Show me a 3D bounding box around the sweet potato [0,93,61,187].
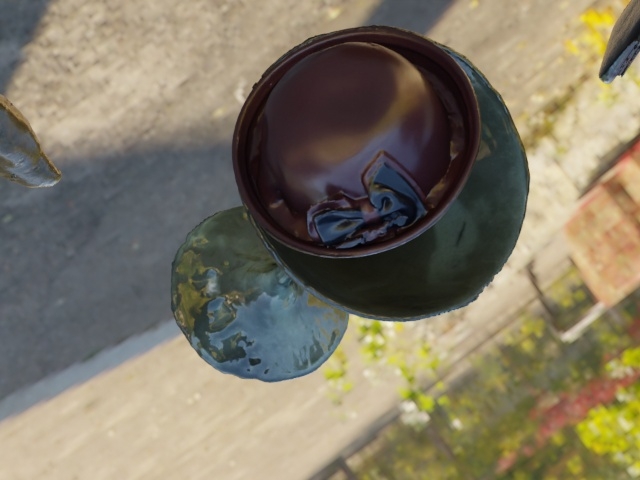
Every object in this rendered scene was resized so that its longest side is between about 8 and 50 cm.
[{"bbox_3d":[-0.383,-0.128,1.566,0.097,0.097,0.292,-41,148,19],"label":"sweet potato"}]

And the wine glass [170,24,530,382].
[{"bbox_3d":[0.000,0.000,1.357,0.267,0.267,0.406,-30,173,-24],"label":"wine glass"}]

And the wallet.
[{"bbox_3d":[0.367,-0.274,1.506,0.255,0.031,0.137,119,-7,-51],"label":"wallet"}]

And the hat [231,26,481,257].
[{"bbox_3d":[0.021,-0.086,1.065,0.205,0.205,0.089,-35,147,-7],"label":"hat"}]
